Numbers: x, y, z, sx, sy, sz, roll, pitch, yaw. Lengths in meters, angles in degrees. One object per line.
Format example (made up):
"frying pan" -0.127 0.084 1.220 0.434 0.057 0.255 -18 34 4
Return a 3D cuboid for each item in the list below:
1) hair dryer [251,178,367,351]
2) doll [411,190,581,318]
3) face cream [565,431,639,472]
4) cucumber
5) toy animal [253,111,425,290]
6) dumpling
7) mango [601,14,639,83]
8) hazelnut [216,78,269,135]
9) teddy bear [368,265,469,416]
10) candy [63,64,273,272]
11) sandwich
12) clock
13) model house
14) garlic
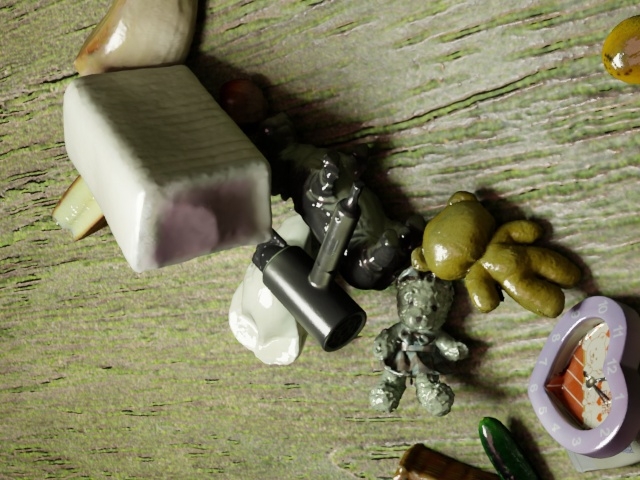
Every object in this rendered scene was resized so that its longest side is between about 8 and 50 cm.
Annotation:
"hair dryer" 0.000 0.000 1.455 0.195 0.078 0.248 45 132 26
"doll" 0.230 0.030 1.412 0.209 0.097 0.137 32 84 19
"face cream" 0.385 0.235 1.377 0.224 0.070 0.114 -23 90 50
"cucumber" 0.291 0.367 1.496 0.056 0.056 0.284 -24 94 41
"toy animal" 0.004 -0.075 1.545 0.343 0.106 0.168 43 135 27
"dumpling" -0.069 0.071 1.636 0.151 0.124 0.229 3 75 42
"mango" 0.374 -0.220 1.231 0.114 0.057 0.079 -20 88 33
"hazelnut" -0.117 -0.198 1.621 0.086 0.086 0.086 14 113 35
"teddy bear" 0.142 0.138 1.517 0.133 0.111 0.213 8 87 7
"candy" -0.223 -0.115 1.543 0.359 0.208 0.145 -128 32 -47
"sandwich" -0.349 -0.097 1.827 0.258 0.096 0.094 -37 87 39
"clock" 0.336 0.176 1.351 0.172 0.064 0.198 -31 46 51
"model house" 0.169 0.409 1.523 0.219 0.199 0.229 -39 84 28
"garlic" -0.281 -0.367 1.657 0.196 0.151 0.338 51 129 31
